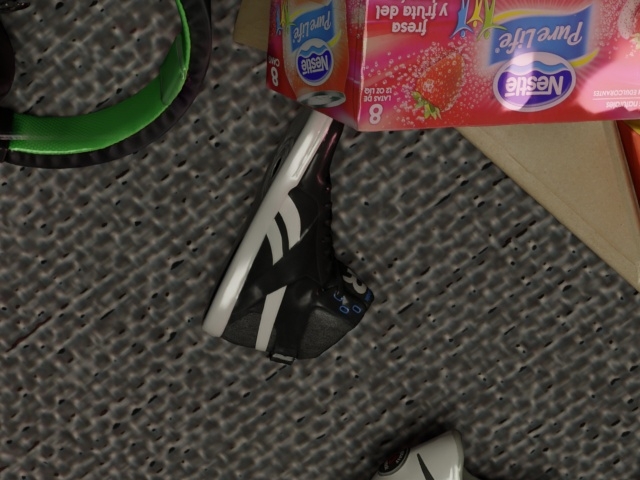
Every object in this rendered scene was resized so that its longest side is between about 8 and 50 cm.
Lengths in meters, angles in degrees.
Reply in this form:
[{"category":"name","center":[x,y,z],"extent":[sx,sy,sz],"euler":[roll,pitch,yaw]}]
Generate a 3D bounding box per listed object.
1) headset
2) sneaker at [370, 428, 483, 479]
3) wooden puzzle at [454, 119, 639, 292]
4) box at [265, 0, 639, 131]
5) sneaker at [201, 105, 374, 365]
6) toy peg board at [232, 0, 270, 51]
[{"category":"headset","center":[-0.266,-0.161,0.954],"extent":[0.394,0.185,0.243],"euler":[18,129,-20]},{"category":"sneaker","center":[0.176,0.293,1.147],"extent":[0.146,0.122,0.330],"euler":[-42,104,13]},{"category":"wooden puzzle","center":[0.261,-0.155,1.040],"extent":[0.348,0.080,0.322],"euler":[41,103,-11]},{"category":"box","center":[0.106,-0.145,0.882],"extent":[0.257,0.128,0.122],"euler":[-5,110,-28]},{"category":"sneaker","center":[0.000,0.000,1.094],"extent":[0.121,0.079,0.217],"euler":[23,114,-10]},{"category":"toy peg board","center":[0.029,-0.200,1.000],"extent":[0.079,0.161,0.160],"euler":[11,99,-39]}]
